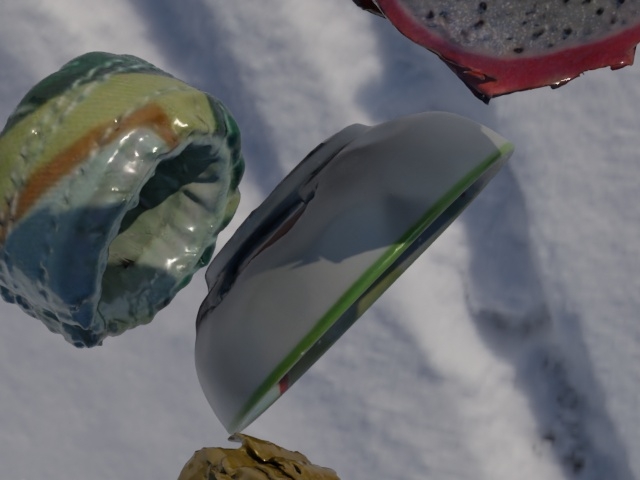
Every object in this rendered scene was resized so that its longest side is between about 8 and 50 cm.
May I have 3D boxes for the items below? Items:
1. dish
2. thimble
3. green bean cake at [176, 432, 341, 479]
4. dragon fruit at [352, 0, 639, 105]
[{"bbox_3d":[0.000,0.000,1.465,0.124,0.324,0.324,44,122,5],"label":"dish"},{"bbox_3d":[-0.214,-0.041,1.838,0.167,0.254,0.288,31,90,25],"label":"thimble"},{"bbox_3d":[-0.021,0.270,1.266,0.224,0.131,0.229,22,95,42],"label":"green bean cake"},{"bbox_3d":[0.117,-0.262,1.102,0.306,0.225,0.305,-10,135,-10],"label":"dragon fruit"}]
